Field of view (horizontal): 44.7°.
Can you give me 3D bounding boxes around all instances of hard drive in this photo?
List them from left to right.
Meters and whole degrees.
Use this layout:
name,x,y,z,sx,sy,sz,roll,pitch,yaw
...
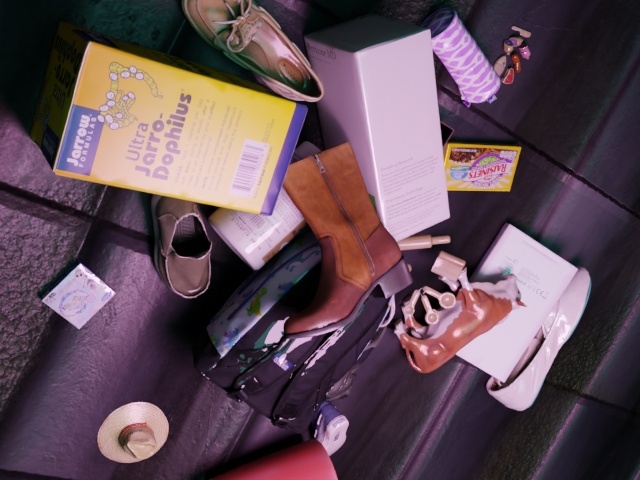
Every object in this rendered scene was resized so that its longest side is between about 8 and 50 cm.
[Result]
name,x,y,z,sx,sy,sz,roll,pitch,yaw
hard drive,0.430,0.147,1.816,0.210,0.040,0.318,31,94,-15

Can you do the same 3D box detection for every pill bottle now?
name,x,y,z,sx,sy,sz,roll,pitch,yaw
pill bottle,-0.077,-0.067,1.403,0.229,0.131,0.131,-43,126,-8

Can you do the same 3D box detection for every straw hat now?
name,x,y,z,sx,sy,sz,roll,pitch,yaw
straw hat,-0.348,0.385,1.490,0.145,0.061,0.144,-13,118,-25

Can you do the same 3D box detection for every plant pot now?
name,x,y,z,sx,sy,sz,roll,pitch,yaw
plant pot,-0.101,0.571,1.612,0.243,0.275,0.274,-6,115,-19

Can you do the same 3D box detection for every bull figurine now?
name,x,y,z,sx,sy,sz,roll,pitch,yaw
bull figurine,0.304,0.160,1.718,0.310,0.101,0.188,-42,109,0

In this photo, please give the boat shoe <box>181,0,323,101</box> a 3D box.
name,x,y,z,sx,sy,sz,roll,pitch,yaw
boat shoe,-0.102,-0.331,1.294,0.285,0.089,0.104,31,94,-36

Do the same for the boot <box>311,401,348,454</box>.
name,x,y,z,sx,sy,sz,roll,pitch,yaw
boot,0.010,0.410,1.717,0.069,0.086,0.190,-25,150,-29

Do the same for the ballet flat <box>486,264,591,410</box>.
name,x,y,z,sx,sy,sz,roll,pitch,yaw
ballet flat,0.529,0.234,1.914,0.139,0.139,0.400,16,103,-35

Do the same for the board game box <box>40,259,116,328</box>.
name,x,y,z,sx,sy,sz,roll,pitch,yaw
board game box,-0.417,0.094,1.342,0.090,0.020,0.090,-45,126,-6

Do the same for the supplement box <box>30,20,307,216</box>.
name,x,y,z,sx,sy,sz,roll,pitch,yaw
supplement box,-0.236,-0.184,1.216,0.357,0.194,0.195,10,106,-34

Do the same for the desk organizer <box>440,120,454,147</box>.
name,x,y,z,sx,sy,sz,roll,pitch,yaw
desk organizer,0.209,-0.185,1.570,0.047,0.050,0.130,29,95,-37

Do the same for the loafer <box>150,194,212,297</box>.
name,x,y,z,sx,sy,sz,roll,pitch,yaw
loafer,-0.238,0.018,1.352,0.094,0.087,0.251,-25,137,-19

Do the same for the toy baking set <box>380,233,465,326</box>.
name,x,y,z,sx,sy,sz,roll,pitch,yaw
toy baking set,0.176,0.084,1.630,0.256,0.030,0.196,-1,97,0

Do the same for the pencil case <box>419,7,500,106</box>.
name,x,y,z,sx,sy,sz,roll,pitch,yaw
pencil case,0.271,-0.355,1.515,0.088,0.086,0.206,-34,127,15

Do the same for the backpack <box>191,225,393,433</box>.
name,x,y,z,sx,sy,sz,roll,pitch,yaw
backpack,-0.030,0.137,1.471,0.290,0.273,0.355,36,106,-28

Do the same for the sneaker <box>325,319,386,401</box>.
name,x,y,z,sx,sy,sz,roll,pitch,yaw
sneaker,0.056,0.254,1.663,0.227,0.087,0.130,-50,162,-30

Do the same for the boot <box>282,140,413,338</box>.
name,x,y,z,sx,sy,sz,roll,pitch,yaw
boot,0.000,0.000,1.306,0.264,0.096,0.280,-28,96,-17

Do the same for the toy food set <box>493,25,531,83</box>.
name,x,y,z,sx,sy,sz,roll,pitch,yaw
toy food set,0.402,-0.378,1.617,0.078,0.019,0.122,9,106,-33

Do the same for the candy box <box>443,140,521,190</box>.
name,x,y,z,sx,sy,sz,roll,pitch,yaw
candy box,0.338,-0.158,1.674,0.206,0.027,0.105,-2,115,-30

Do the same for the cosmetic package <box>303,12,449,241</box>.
name,x,y,z,sx,sy,sz,roll,pitch,yaw
cosmetic package,0.107,-0.204,1.412,0.155,0.197,0.365,-24,120,-19
